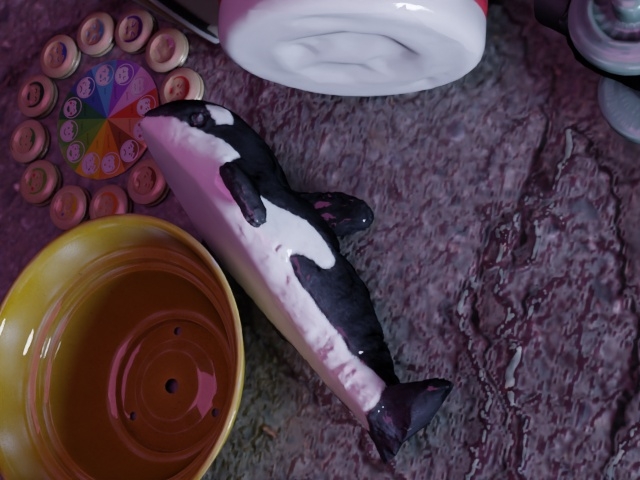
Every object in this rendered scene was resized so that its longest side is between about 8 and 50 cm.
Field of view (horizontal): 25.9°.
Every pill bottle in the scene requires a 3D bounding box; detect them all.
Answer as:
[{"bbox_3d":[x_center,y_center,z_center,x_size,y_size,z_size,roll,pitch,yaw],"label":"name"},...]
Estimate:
[{"bbox_3d":[0.028,-0.271,0.934,0.176,0.176,0.319,-4,76,28],"label":"pill bottle"}]

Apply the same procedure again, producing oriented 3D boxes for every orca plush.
[{"bbox_3d":[0.000,0.000,0.926,0.102,0.151,0.287,-33,56,-18],"label":"orca plush"}]

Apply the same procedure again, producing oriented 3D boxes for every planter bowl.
[{"bbox_3d":[-0.125,0.096,0.972,0.217,0.090,0.217,-8,74,28],"label":"planter bowl"}]

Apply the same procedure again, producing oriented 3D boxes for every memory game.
[{"bbox_3d":[-0.170,-0.095,1.091,0.186,0.012,0.186,-8,73,27],"label":"memory game"}]

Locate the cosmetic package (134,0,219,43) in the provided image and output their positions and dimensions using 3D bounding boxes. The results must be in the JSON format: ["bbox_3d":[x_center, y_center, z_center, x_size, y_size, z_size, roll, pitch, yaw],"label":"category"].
[{"bbox_3d":[-0.186,-0.281,1.068,0.296,0.153,0.129,32,92,32],"label":"cosmetic package"}]

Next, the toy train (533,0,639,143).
[{"bbox_3d":[0.287,-0.120,0.784,0.334,0.142,0.190,31,84,31],"label":"toy train"}]
